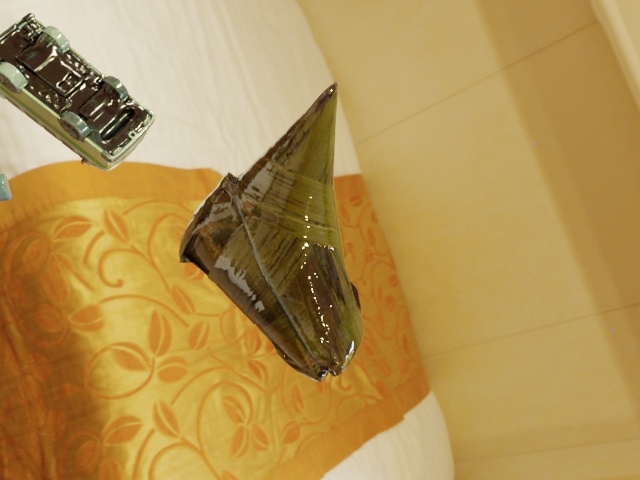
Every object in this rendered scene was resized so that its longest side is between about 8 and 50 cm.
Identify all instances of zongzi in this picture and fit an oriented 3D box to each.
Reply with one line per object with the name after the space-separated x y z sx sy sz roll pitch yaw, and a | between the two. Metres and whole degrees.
0.000 0.000 0.660 0.286 0.300 0.138 46 29 -3 | zongzi

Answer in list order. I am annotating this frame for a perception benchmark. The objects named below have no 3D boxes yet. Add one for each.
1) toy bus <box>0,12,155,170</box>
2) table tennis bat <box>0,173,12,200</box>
-0.454 -0.251 0.988 0.276 0.164 0.134 40 65 -10 | toy bus
-0.660 -0.053 0.831 0.044 0.328 0.215 -121 -156 -45 | table tennis bat
